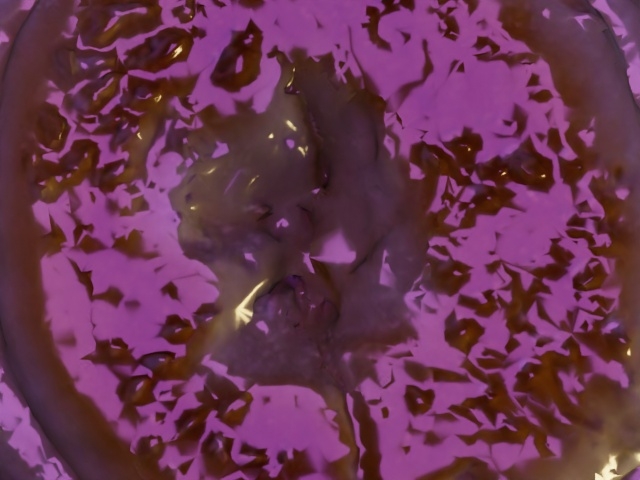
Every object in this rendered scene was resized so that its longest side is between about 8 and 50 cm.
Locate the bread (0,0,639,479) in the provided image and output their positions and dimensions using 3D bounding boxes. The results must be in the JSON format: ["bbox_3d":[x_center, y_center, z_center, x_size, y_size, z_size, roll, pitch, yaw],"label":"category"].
[{"bbox_3d":[0.000,0.000,0.614,0.305,0.159,0.306,0,96,-5],"label":"bread"}]
